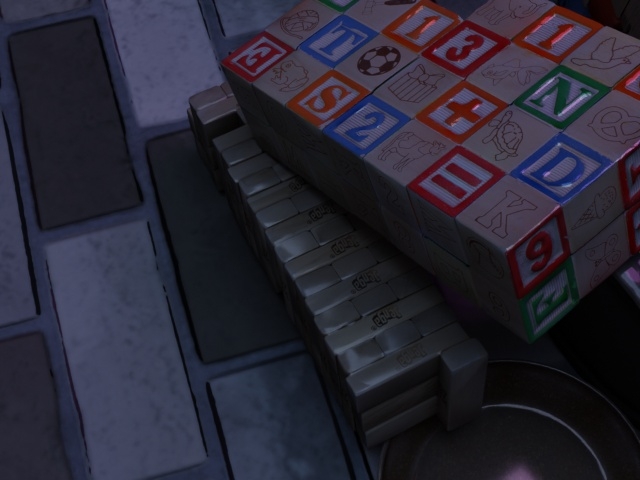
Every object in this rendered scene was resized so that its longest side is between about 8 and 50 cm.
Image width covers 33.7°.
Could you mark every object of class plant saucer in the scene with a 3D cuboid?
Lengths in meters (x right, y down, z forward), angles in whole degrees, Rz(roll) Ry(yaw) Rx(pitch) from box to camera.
[{"bbox_3d":[0.139,0.182,0.759,0.199,0.036,0.198,0,61,0],"label":"plant saucer"}]

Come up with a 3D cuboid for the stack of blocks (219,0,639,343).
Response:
[{"bbox_3d":[0.088,-0.084,0.702,0.171,0.087,0.297,-39,46,-14],"label":"stack of blocks"}]

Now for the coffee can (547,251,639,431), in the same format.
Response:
[{"bbox_3d":[0.302,-0.012,0.752,0.275,0.201,0.201,-33,65,-8],"label":"coffee can"}]

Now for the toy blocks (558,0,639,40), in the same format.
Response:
[{"bbox_3d":[0.279,-0.281,0.906,0.191,0.261,0.381,-8,68,-6],"label":"toy blocks"}]

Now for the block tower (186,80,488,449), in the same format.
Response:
[{"bbox_3d":[0.000,0.000,0.810,0.097,0.091,0.335,-25,56,-12],"label":"block tower"}]
